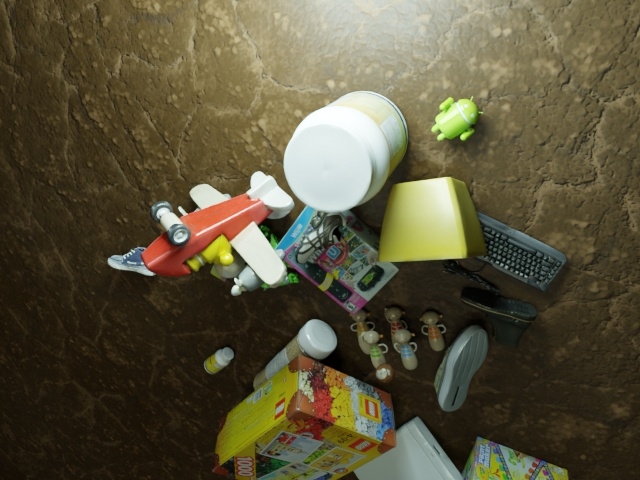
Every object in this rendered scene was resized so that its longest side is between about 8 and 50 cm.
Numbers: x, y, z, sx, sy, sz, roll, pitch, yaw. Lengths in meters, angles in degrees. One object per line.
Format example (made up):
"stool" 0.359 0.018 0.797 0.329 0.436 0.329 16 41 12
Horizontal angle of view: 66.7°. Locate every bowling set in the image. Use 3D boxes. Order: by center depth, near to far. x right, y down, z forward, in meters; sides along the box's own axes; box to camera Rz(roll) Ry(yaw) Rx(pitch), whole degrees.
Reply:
"bowling set" 0.209 0.293 1.397 0.287 0.200 0.154 -10 109 22

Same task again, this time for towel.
"towel" -0.331 0.095 1.621 0.060 0.009 0.083 33 122 5

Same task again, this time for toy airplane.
"toy airplane" -0.247 -0.019 1.349 0.384 0.386 0.272 4 129 9

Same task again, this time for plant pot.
"plant pot" 0.270 -0.048 1.184 0.212 0.212 0.187 -5 89 31

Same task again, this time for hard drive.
"hard drive" 0.276 0.779 1.651 0.233 0.047 0.353 53 125 16

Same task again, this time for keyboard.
"keyboard" 0.445 0.049 1.273 0.317 0.033 0.201 27 122 9

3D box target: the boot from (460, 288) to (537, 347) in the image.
"boot" 0.466 0.219 1.327 0.198 0.077 0.137 19 125 14

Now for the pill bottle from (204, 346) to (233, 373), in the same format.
"pill bottle" -0.367 0.435 1.771 0.065 0.065 0.116 48 122 -5

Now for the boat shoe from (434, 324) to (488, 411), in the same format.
"boat shoe" 0.390 0.358 1.407 0.109 0.094 0.302 2 118 -21

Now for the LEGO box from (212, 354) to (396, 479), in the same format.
"LEGO box" -0.063 0.629 1.596 0.372 0.193 0.500 29 126 -23

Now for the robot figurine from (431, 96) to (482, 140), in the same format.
"robot figurine" 0.318 -0.283 1.138 0.115 0.067 0.101 -33 97 31

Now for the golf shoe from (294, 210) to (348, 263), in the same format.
"golf shoe" 0.000 0.000 1.290 0.094 0.077 0.198 32 122 4

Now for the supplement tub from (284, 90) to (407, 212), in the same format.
"supplement tub" 0.065 -0.209 1.129 0.228 0.316 0.228 9 118 18

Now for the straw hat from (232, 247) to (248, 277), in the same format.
"straw hat" -0.245 0.043 1.527 0.061 0.144 0.144 32 135 56

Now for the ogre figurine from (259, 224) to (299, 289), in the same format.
"ogre figurine" -0.160 0.063 1.477 0.118 0.097 0.197 -31 112 7

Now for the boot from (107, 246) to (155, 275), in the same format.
"boot" -0.657 0.059 1.709 0.190 0.069 0.086 11 111 8

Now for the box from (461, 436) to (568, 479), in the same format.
"box" 0.577 0.819 1.515 0.279 0.177 0.290 17 120 15

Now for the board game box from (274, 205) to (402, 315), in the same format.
"board game box" 0.051 0.037 1.389 0.303 0.097 0.224 39 122 1

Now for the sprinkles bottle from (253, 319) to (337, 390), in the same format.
"sprinkles bottle" -0.090 0.405 1.611 0.121 0.121 0.355 40 123 -1
